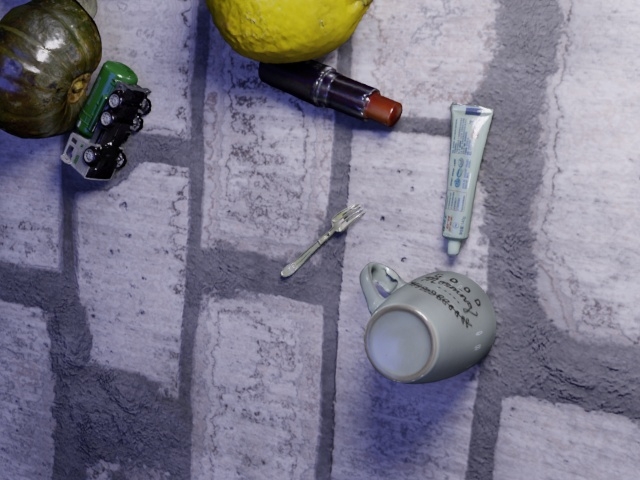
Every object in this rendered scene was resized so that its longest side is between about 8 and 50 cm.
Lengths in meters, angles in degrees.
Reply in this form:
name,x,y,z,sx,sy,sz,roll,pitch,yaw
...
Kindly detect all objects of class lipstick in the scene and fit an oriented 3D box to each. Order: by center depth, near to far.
name,x,y,z,sx,sy,sz,roll,pitch,yaw
lipstick,0.017,-0.281,1.728,0.299,0.081,0.081,26,107,23

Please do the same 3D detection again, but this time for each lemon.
name,x,y,z,sx,sy,sz,roll,pitch,yaw
lemon,-0.056,-0.448,1.649,0.321,0.268,0.268,-6,92,24

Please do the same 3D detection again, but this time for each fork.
name,x,y,z,sx,sy,sz,roll,pitch,yaw
fork,-0.003,0.001,1.796,0.219,0.028,0.034,-40,81,25

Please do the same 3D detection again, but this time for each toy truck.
name,x,y,z,sx,sy,sz,roll,pitch,yaw
toy truck,-0.454,-0.254,1.967,0.125,0.101,0.243,36,108,25

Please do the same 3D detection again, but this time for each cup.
name,x,y,z,sx,sy,sz,roll,pitch,yaw
cup,0.154,0.133,1.616,0.258,0.234,0.186,42,111,20

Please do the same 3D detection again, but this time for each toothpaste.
name,x,y,z,sx,sy,sz,roll,pitch,yaw
toothpaste,0.250,-0.107,1.644,0.069,0.047,0.269,13,99,45

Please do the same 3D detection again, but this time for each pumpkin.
name,x,y,z,sx,sy,sz,roll,pitch,yaw
pumpkin,-0.612,-0.350,1.922,0.242,0.232,0.325,34,128,16

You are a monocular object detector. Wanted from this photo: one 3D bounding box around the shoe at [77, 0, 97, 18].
name,x,y,z,sx,sy,sz,roll,pitch,yaw
shoe,-0.604,-0.589,1.999,0.159,0.124,0.317,-25,86,29
